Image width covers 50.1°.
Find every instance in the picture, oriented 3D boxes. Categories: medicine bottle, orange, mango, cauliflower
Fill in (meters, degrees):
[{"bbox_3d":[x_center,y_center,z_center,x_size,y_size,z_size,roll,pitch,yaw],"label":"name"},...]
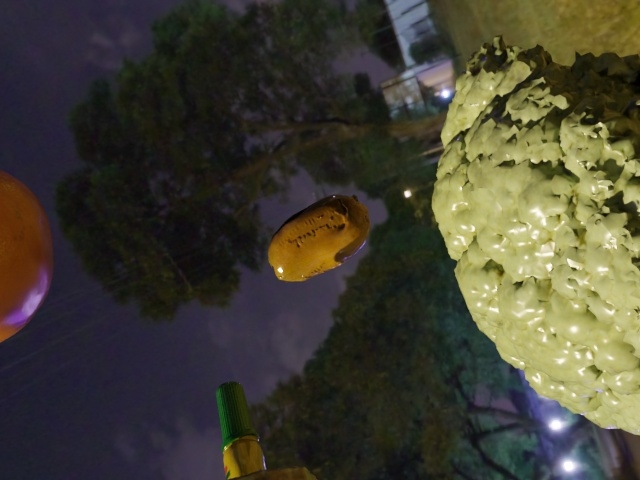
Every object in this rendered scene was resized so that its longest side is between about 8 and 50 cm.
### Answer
[{"bbox_3d":[-0.141,0.402,1.260,0.111,0.076,0.309,90,167,-50],"label":"medicine bottle"},{"bbox_3d":[-0.555,0.021,1.009,0.312,0.312,0.312,-18,-90,-73],"label":"orange"},{"bbox_3d":[0.000,0.000,1.501,0.151,0.248,0.156,51,-174,-45],"label":"mango"},{"bbox_3d":[0.199,-0.022,0.414,0.272,0.250,0.275,50,-162,-67],"label":"cauliflower"}]

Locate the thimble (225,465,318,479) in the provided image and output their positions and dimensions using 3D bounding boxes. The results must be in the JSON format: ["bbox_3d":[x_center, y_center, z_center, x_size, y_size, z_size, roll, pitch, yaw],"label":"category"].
[{"bbox_3d":[-0.082,0.387,0.806,0.196,0.229,0.148,62,-175,-46],"label":"thimble"}]
